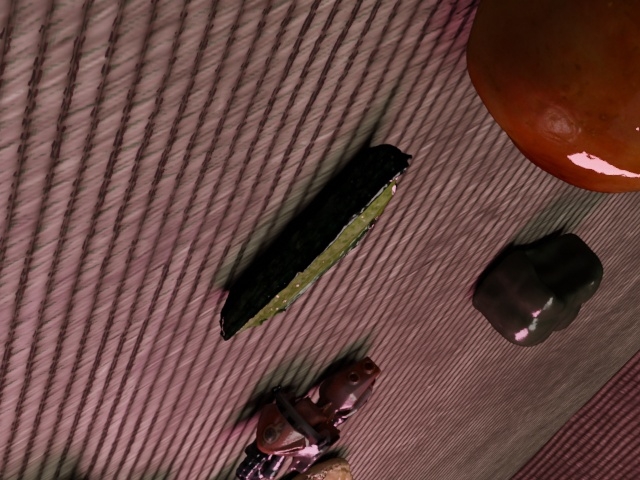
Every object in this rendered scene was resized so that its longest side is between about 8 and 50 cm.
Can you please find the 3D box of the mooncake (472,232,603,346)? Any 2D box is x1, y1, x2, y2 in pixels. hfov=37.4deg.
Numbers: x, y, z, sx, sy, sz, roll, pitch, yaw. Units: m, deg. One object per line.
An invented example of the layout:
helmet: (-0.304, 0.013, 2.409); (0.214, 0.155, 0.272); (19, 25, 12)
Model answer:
mooncake: (0.288, 0.061, 1.235); (0.175, 0.104, 0.168); (-35, 150, -14)

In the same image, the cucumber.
cucumber: (0.000, 0.000, 0.797); (0.220, 0.046, 0.070); (-44, 158, 16)

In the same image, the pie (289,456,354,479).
pie: (-0.028, 0.402, 1.458); (0.185, 0.052, 0.218); (-44, 153, 18)

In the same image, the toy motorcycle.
toy motorcycle: (-0.008, 0.205, 1.101); (0.212, 0.084, 0.118); (-32, 155, -31)

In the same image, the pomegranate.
pomegranate: (0.211, -0.134, 0.664); (0.209, 0.209, 0.209); (-31, 155, -16)
